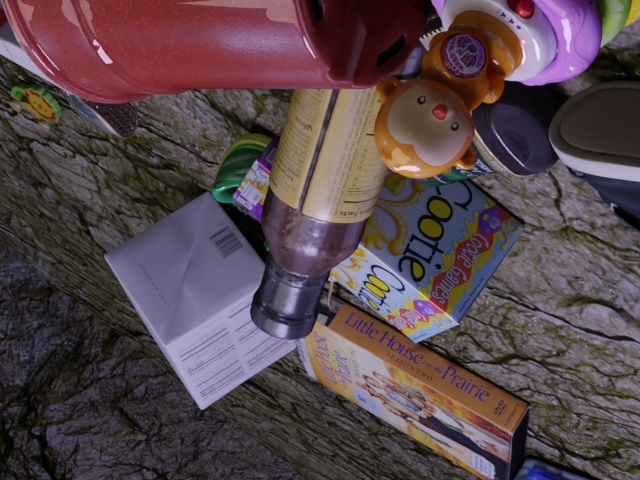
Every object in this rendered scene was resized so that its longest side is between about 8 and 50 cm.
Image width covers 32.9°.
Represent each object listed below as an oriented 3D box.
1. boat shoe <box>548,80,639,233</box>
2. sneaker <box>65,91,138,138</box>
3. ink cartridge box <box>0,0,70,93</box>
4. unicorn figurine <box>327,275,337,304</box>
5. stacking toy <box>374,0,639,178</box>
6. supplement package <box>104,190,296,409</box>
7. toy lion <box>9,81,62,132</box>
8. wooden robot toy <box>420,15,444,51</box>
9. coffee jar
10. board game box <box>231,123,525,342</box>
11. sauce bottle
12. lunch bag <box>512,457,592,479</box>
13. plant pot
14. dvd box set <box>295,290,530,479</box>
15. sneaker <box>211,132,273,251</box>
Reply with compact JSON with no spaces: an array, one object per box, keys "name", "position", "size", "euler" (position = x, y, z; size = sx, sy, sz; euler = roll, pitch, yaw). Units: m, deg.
[{"name":"boat shoe","position":[0.329,-0.026,0.815],"size":[0.340,0.127,0.113],"euler":[19,155,43]},{"name":"sneaker","position":[-0.347,-0.220,1.579],"size":[0.086,0.064,0.192],"euler":[17,155,33]},{"name":"ink cartridge box","position":[-0.302,-0.279,1.216],"size":[0.225,0.181,0.056],"euler":[30,158,22]},{"name":"unicorn figurine","position":[0.000,0.000,1.521],"size":[0.162,0.060,0.111],"euler":[54,160,1]},{"name":"stacking toy","position":[0.123,-0.153,0.618],"size":[0.175,0.302,0.166],"euler":[41,160,-7]},{"name":"supplement package","position":[-0.186,0.101,1.754],"size":[0.199,0.198,0.262],"euler":[51,167,28]},{"name":"toy lion","position":[-0.477,-0.233,1.825],"size":[0.100,0.034,0.096],"euler":[35,153,7]},{"name":"wooden robot toy","position":[0.133,-0.197,0.836],"size":[0.079,0.076,0.173],"euler":[48,156,-20]},{"name":"coffee jar","position":[0.144,-0.103,1.015],"size":[0.096,0.079,0.184],"euler":[45,158,-21]},{"name":"board game box","position":[0.060,-0.031,1.215],"size":[0.275,0.142,0.144],"euler":[38,160,-3]},{"name":"sauce bottle","position":[0.003,-0.058,1.050],"size":[0.111,0.111,0.344],"euler":[30,121,17]},{"name":"lunch bag","position":[0.415,0.443,1.748],"size":[0.219,0.090,0.176],"euler":[13,146,46]},{"name":"plant pot","position":[-0.066,-0.231,0.858],"size":[0.265,0.272,0.272],"euler":[12,149,33]},{"name":"dvd box set","position":[0.143,0.245,1.796],"size":[0.420,0.062,0.307],"euler":[29,158,21]},{"name":"sneaker","position":[-0.010,-0.019,1.384],"size":[0.295,0.123,0.109],"euler":[31,159,14]}]
